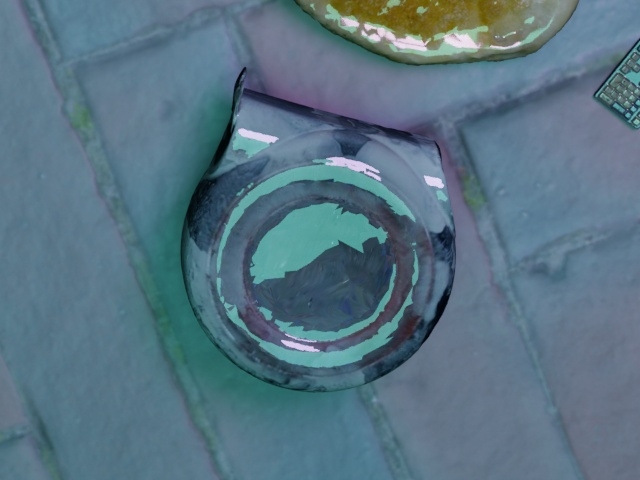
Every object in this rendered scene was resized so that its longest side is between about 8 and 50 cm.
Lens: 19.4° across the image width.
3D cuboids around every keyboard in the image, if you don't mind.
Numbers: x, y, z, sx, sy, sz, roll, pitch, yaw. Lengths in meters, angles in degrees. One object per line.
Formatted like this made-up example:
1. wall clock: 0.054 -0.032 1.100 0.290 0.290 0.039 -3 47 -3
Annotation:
1. keyboard: 0.331 -0.186 1.747 0.055 0.014 0.176 36 106 -8

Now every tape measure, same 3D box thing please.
1. tape measure: 0.000 0.000 1.754 0.256 0.147 0.275 15 106 -6

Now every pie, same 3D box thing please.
1. pie: 0.103 -0.303 1.661 0.339 0.077 0.339 -3 123 -4
